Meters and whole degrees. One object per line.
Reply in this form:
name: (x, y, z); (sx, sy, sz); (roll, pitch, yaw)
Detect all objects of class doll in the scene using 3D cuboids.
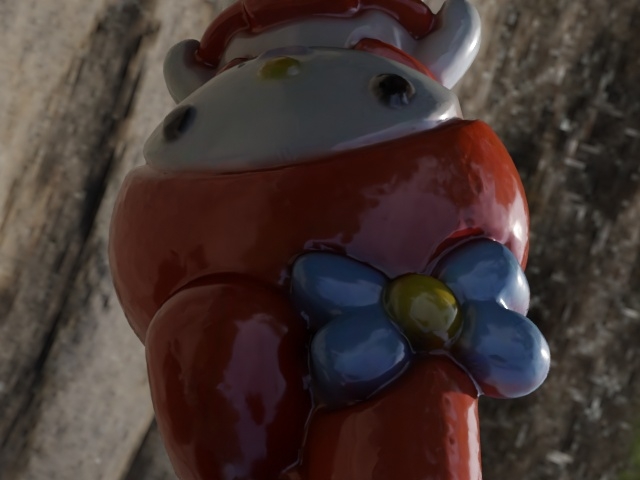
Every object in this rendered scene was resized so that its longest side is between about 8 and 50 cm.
doll: (0.000, 0.000, 0.569); (0.130, 0.161, 0.290); (74, 13, -51)
